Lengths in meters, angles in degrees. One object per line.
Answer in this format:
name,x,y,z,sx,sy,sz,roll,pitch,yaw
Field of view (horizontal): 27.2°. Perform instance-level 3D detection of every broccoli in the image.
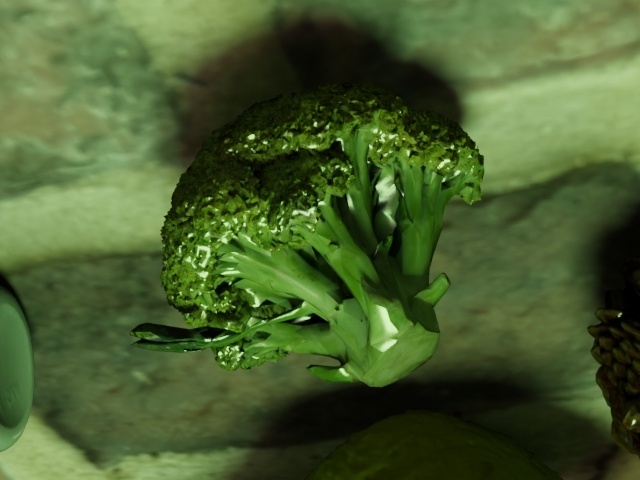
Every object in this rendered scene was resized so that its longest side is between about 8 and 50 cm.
broccoli,0.000,0.000,0.510,0.131,0.120,0.130,0,135,-51

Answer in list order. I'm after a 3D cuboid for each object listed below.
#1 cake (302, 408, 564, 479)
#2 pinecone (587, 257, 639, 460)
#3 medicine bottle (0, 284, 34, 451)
cake,0.039,0.222,0.671,0.179,0.156,0.261,25,98,-36
pinecone,0.184,0.059,0.565,0.120,0.140,0.140,-29,137,-7
medicine bottle,-0.208,0.064,0.622,0.130,0.080,0.080,-5,139,9
